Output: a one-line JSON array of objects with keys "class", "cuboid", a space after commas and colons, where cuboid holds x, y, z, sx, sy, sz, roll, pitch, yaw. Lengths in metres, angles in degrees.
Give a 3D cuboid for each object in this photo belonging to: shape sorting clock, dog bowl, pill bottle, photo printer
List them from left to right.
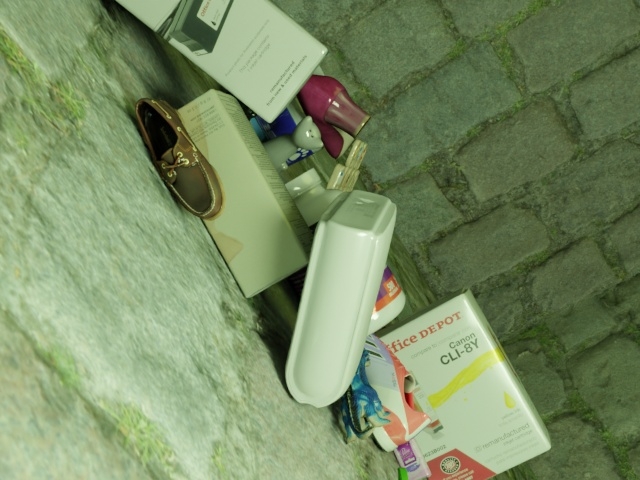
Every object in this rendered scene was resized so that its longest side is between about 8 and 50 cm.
[{"class": "shape sorting clock", "cuboid": [-0.171, -0.291, 1.843, 0.206, 0.040, 0.206, 61, 4, -8]}, {"class": "dog bowl", "cuboid": [-0.098, -0.317, 1.887, 0.265, 0.104, 0.265, 61, 5, -9]}, {"class": "pill bottle", "cuboid": [0.016, 0.029, 1.494, 0.323, 0.181, 0.181, 60, 11, -5]}, {"class": "photo printer", "cuboid": [0.031, 0.094, 1.215, 0.256, 0.107, 0.307, -52, 155, -72]}]

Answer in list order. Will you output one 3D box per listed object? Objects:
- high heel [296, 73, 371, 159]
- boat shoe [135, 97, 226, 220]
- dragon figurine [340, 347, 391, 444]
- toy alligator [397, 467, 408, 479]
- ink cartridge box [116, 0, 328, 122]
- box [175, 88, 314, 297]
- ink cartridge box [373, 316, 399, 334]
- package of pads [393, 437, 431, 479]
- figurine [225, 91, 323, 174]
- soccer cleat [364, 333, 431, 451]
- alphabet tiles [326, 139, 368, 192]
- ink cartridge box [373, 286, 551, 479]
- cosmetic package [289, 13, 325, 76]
[{"class": "high heel", "cuboid": [0.015, -0.295, 1.774, 0.181, 0.127, 0.377, 38, -7, -2]}, {"class": "boat shoe", "cuboid": [-0.212, -0.120, 1.137, 0.207, 0.073, 0.073, 56, 11, 17]}, {"class": "dragon figurine", "cuboid": [0.053, 0.259, 1.325, 0.144, 0.085, 0.289, 62, 10, 5]}, {"class": "toy alligator", "cuboid": [0.156, 0.480, 1.334, 0.190, 0.056, 0.051, -105, -157, -53]}, {"class": "ink cartridge box", "cuboid": [-0.186, -0.404, 1.394, 0.395, 0.166, 0.285, 38, 11, -7]}, {"class": "box", "cuboid": [-0.129, -0.076, 1.257, 0.311, 0.121, 0.148, 61, 10, 2]}, {"class": "ink cartridge box", "cuboid": [0.182, 0.254, 2.017, 0.275, 0.060, 0.239, 58, 10, -12]}, {"class": "package of pads", "cuboid": [0.183, 0.441, 1.550, 0.083, 0.050, 0.032, 66, 12, 23]}, {"class": "figurine", "cuboid": [-0.096, -0.256, 1.646, 0.092, 0.209, 0.215, -35, 98, -39]}, {"class": "soccer cleat", "cuboid": [0.127, 0.268, 1.561, 0.108, 0.116, 0.318, 51, 15, -42]}, {"class": "alphabet tiles", "cuboid": [0.042, -0.114, 1.886, 0.021, 0.278, 0.284, 25, 7, 9]}, {"class": "ink cartridge box", "cuboid": [0.300, 0.339, 1.756, 0.385, 0.279, 0.160, 61, 12, 6]}, {"class": "cosmetic package", "cuboid": [-0.047, -0.412, 1.843, 0.231, 0.085, 0.117, 67, 7, 30]}]
